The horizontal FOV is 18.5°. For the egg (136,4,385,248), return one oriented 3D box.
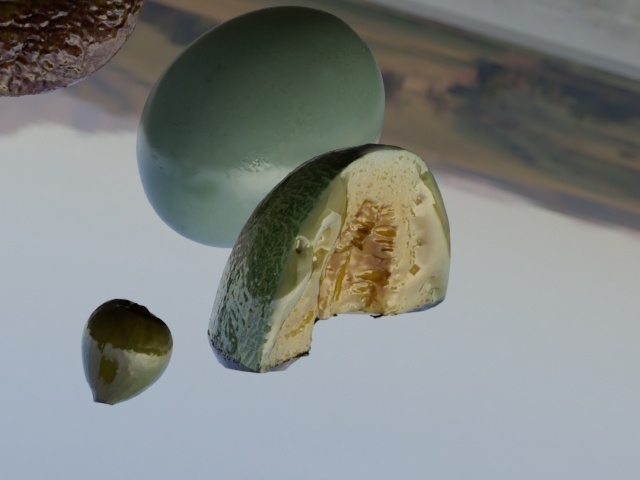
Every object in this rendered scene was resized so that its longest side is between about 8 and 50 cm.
[{"bbox_3d":[-0.054,-0.107,1.822,0.203,0.203,0.282,20,-134,26],"label":"egg"}]

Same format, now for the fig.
[{"bbox_3d":[-0.158,0.092,1.566,0.074,0.088,0.074,20,-174,-2],"label":"fig"}]

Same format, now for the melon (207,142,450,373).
[{"bbox_3d":[0.000,0.000,1.009,0.079,0.128,0.160,28,-153,32],"label":"melon"}]

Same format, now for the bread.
[{"bbox_3d":[-0.206,-0.190,1.359,0.193,0.193,0.064,16,168,-7],"label":"bread"}]
